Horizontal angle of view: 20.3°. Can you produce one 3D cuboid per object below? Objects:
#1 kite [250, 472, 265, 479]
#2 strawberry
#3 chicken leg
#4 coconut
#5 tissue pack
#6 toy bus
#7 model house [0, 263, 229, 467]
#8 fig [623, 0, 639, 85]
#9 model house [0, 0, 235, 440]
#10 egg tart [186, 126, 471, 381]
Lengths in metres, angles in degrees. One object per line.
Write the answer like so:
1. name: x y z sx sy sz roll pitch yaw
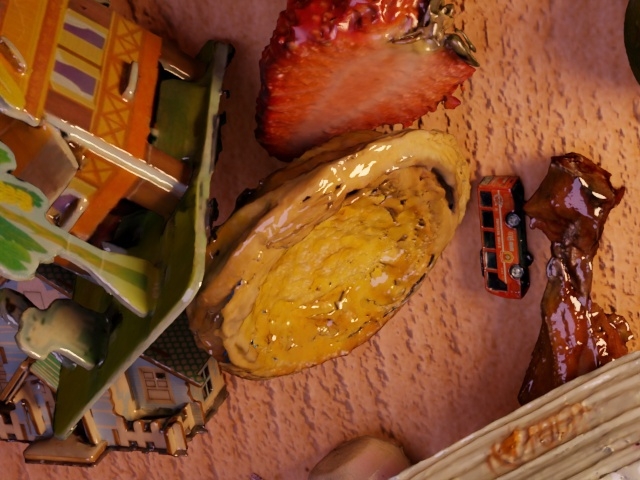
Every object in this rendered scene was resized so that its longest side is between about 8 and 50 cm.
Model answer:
1. kite: -0.054 0.296 1.824 0.152 0.005 0.137 -6 112 25
2. strawberry: 0.023 -0.166 1.494 0.236 0.106 0.175 -16 148 31
3. chicken leg: 0.220 0.071 1.539 0.113 0.093 0.304 -9 112 -4
4. coconut: 0.051 0.253 1.706 0.110 0.110 0.124 -25 103 31
5. tissue pack: 0.270 0.307 1.529 0.287 0.162 0.388 -30 119 16
6. toy bus: 0.161 -0.003 1.561 0.043 0.031 0.110 4 117 23
7. model house: -0.235 0.085 1.690 0.271 0.178 0.206 3 116 25
8. fig: 0.294 -0.182 1.377 0.123 0.123 0.156 -6 76 25
9. model house: -0.266 -0.057 1.465 0.313 0.357 0.242 26 130 -21
10. egg tart: 0.000 0.000 1.526 0.107 0.291 0.291 53 130 29
